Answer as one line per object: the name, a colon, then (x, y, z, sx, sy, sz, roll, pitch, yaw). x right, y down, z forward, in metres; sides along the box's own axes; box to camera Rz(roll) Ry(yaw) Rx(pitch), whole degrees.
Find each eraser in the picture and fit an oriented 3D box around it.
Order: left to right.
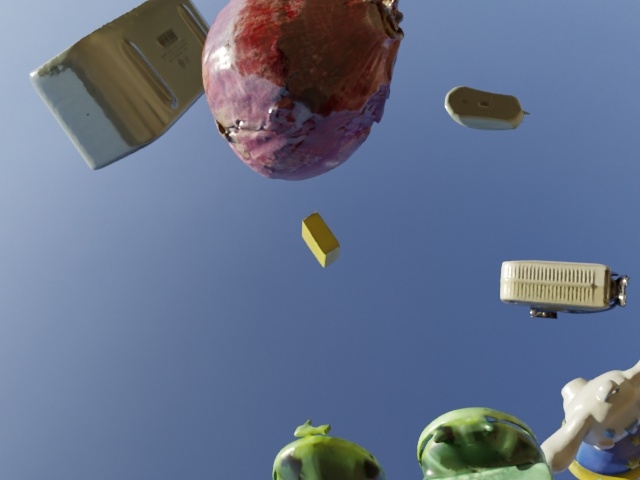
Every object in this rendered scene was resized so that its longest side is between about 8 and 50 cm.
eraser: (0.000, 0.000, 1.214, 0.045, 0.122, 0.097, -31, -102, -8)

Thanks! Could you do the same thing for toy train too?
toy train: (0.072, 0.236, 0.370, 0.271, 0.188, 0.159, -17, -155, 16)

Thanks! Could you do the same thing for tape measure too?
tape measure: (0.583, 0.123, 1.313, 0.271, 0.231, 0.133, 0, -99, 24)

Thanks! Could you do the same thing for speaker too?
speaker: (-0.329, -0.319, 1.005, 0.184, 0.183, 0.406, 57, -150, -27)

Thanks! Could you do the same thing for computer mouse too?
computer mouse: (0.361, -0.282, 1.181, 0.181, 0.056, 0.089, 10, -109, 9)

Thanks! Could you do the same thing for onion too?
onion: (-0.035, -0.179, 0.588, 0.120, 0.283, 0.227, -36, -80, -40)

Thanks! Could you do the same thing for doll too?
doll: (0.517, 0.290, 0.959, 0.242, 0.159, 0.311, 37, -84, -25)
